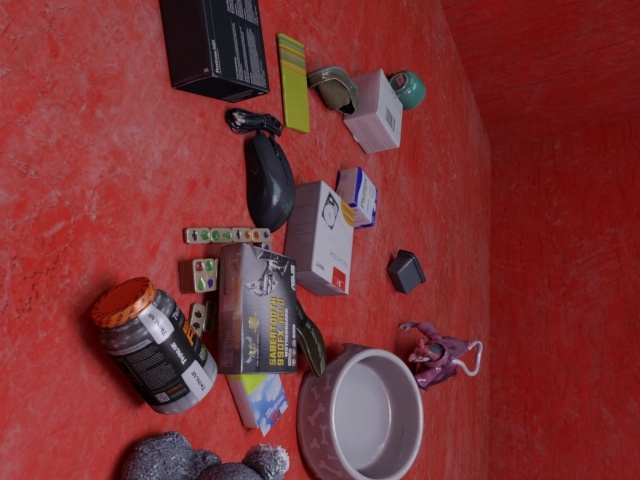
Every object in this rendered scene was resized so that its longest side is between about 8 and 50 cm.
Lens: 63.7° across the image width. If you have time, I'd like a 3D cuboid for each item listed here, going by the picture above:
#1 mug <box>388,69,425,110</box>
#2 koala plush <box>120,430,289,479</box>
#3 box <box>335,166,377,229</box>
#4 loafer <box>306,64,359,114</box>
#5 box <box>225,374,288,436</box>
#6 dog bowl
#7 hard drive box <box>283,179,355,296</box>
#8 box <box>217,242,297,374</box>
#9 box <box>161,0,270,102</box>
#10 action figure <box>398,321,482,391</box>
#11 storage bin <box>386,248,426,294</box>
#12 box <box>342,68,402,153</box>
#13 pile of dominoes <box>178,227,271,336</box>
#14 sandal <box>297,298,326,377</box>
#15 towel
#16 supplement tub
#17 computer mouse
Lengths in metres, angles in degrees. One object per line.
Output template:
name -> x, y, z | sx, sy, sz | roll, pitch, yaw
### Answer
mug -> 0.297, -0.560, 1.900 | 0.097, 0.158, 0.129 | 26, 85, -50
koala plush -> -0.161, 0.379, 0.749 | 0.196, 0.221, 0.203 | -56, 131, -49
box -> 0.104, -0.121, 1.491 | 0.137, 0.072, 0.126 | 43, 47, -48
loafer -> 0.048, -0.412, 1.434 | 0.251, 0.094, 0.087 | 2, 77, -61
box -> -0.127, 0.278, 1.016 | 0.109, 0.042, 0.178 | -38, 116, -57
dog bowl -> 0.110, 0.416, 1.229 | 0.349, 0.102, 0.349 | 13, 69, -38
hard drive box -> 0.000, 0.000, 1.261 | 0.181, 0.089, 0.232 | 37, 53, -52
box -> -0.114, 0.134, 0.975 | 0.183, 0.056, 0.231 | 25, 60, -58
box -> -0.201, -0.414, 0.984 | 0.184, 0.103, 0.261 | -10, 92, -64
action figure -> 0.383, 0.402, 1.693 | 0.370, 0.276, 0.248 | 51, 46, -64
storage bin -> 0.280, 0.111, 1.748 | 0.091, 0.098, 0.135 | -41, 124, -24
box -> 0.168, -0.401, 1.620 | 0.181, 0.119, 0.182 | 43, 47, -49
pile of dominoes -> -0.160, 0.070, 0.991 | 0.251, 0.040, 0.196 | -2, 86, -56
sandal -> -0.053, 0.210, 1.158 | 0.219, 0.060, 0.090 | 58, 29, -14
towel -> -0.070, -0.394, 1.302 | 0.102, 0.021, 0.237 | 0, 84, -55
supplement tub -> -0.244, 0.154, 0.761 | 0.190, 0.117, 0.117 | 66, 33, -28
computer mouse -> -0.108, -0.153, 1.121 | 0.188, 0.072, 0.272 | -10, 92, -62
